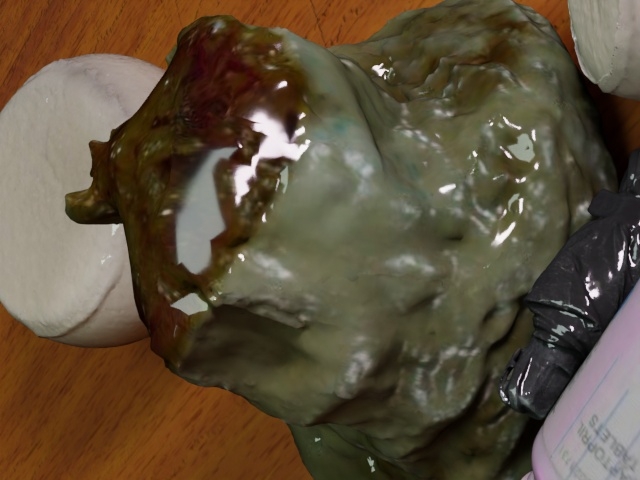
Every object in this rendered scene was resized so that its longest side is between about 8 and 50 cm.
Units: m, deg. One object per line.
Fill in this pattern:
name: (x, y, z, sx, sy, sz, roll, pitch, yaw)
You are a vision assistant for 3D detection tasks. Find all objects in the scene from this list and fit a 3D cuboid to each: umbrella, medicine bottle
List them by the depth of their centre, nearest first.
medicine bottle: (0.209, 0.124, 0.857, 0.255, 0.152, 0.152, -60, 42, 24)
umbrella: (0.187, 0.010, 0.917, 0.236, 0.059, 0.066, -55, 28, -10)

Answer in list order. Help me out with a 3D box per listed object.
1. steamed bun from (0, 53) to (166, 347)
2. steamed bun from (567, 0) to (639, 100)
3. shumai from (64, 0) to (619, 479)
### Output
steamed bun: (-0.189, -0.036, 1.389, 0.283, 0.177, 0.283, -5, 84, 48)
steamed bun: (0.222, -0.201, 0.896, 0.177, 0.130, 0.228, -101, 7, -73)
shumai: (0.000, 0.000, 1.018, 0.324, 0.323, 0.398, 25, 102, 50)
